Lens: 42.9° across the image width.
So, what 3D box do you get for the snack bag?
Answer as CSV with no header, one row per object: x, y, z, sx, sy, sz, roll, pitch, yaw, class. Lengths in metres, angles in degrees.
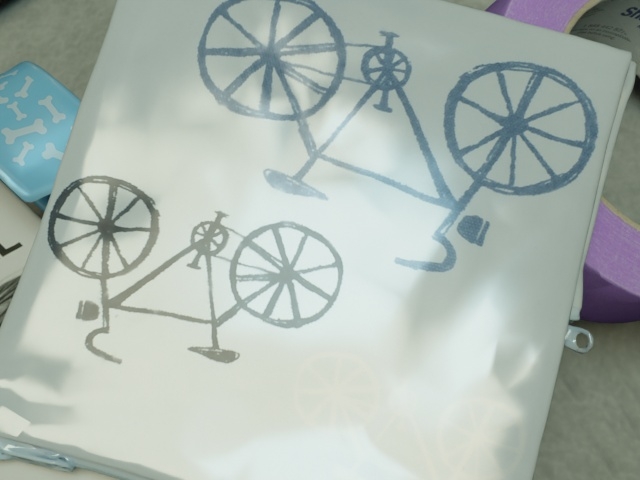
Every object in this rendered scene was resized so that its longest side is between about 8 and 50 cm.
0.000,0.000,0.477,0.323,0.037,0.342,15,77,2,snack bag

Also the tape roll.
0.226,-0.080,0.603,0.275,0.090,0.274,5,75,-20,tape roll

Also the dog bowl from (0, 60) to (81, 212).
-0.139,-0.010,0.596,0.297,0.166,0.074,44,80,-10,dog bowl

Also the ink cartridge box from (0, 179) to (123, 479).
-0.234,0.152,0.521,0.395,0.166,0.285,39,57,21,ink cartridge box
